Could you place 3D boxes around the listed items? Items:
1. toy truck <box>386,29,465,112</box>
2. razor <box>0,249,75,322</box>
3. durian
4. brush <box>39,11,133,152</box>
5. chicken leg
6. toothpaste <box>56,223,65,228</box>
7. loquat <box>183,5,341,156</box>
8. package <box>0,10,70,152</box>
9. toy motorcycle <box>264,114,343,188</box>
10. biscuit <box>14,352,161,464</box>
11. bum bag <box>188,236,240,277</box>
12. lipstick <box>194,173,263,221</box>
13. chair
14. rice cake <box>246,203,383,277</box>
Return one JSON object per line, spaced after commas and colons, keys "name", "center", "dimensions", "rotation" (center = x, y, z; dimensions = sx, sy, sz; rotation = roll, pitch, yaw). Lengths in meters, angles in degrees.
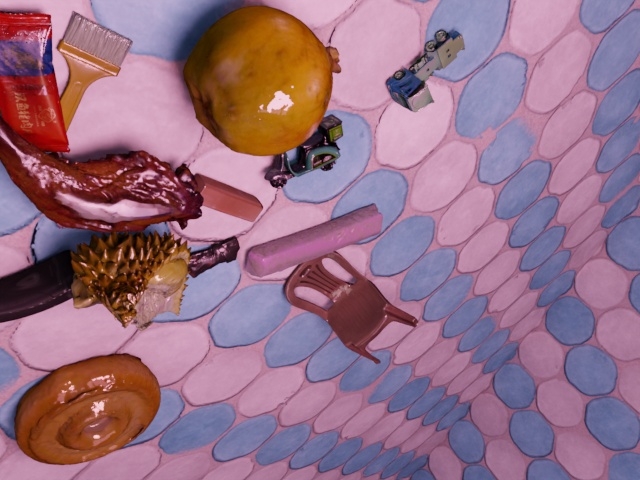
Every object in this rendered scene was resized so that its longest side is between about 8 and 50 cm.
{"name": "toy truck", "center": [0.220, -0.332, 1.013], "dimensions": [0.175, 0.081, 0.067], "rotation": [-42, 144, 2]}
{"name": "razor", "center": [-0.464, 0.078, 0.844], "dimensions": [0.148, 0.090, 0.054], "rotation": [-24, 138, -16]}
{"name": "durian", "center": [-0.308, 0.064, 0.844], "dimensions": [0.172, 0.306, 0.166], "rotation": [3, 92, -7]}
{"name": "brush", "center": [-0.346, -0.208, 0.725], "dimensions": [0.083, 0.011, 0.205], "rotation": [16, 116, -46]}
{"name": "chicken leg", "center": [-0.344, -0.091, 0.738], "dimensions": [0.407, 0.096, 0.158], "rotation": [27, 106, -45]}
{"name": "toothpaste", "center": [-0.350, -0.063, 0.850], "dimensions": [0.170, 0.028, 0.045], "rotation": [-21, 139, -20]}
{"name": "loquat", "center": [-0.070, -0.241, 0.773], "dimensions": [0.246, 0.213, 0.213], "rotation": [-28, 141, -19]}
{"name": "package", "center": [-0.388, -0.201, 0.682], "dimensions": [0.083, 0.022, 0.200], "rotation": [-8, 134, -24]}
{"name": "toy motorcycle", "center": [-0.034, -0.166, 0.988], "dimensions": [0.173, 0.058, 0.100], "rotation": [-27, 133, -18]}
{"name": "biscuit", "center": [-0.489, 0.375, 1.111], "dimensions": [0.297, 0.102, 0.296], "rotation": [-20, 136, -21]}
{"name": "bum bag", "center": [-0.220, 0.035, 1.048], "dimensions": [0.125, 0.034, 0.057], "rotation": [-23, 125, -22]}
{"name": "lipstick", "center": [-0.175, -0.078, 0.965], "dimensions": [0.145, 0.045, 0.045], "rotation": [20, 115, -49]}
{"name": "chair", "center": [0.079, 0.168, 1.307], "dimensions": [0.175, 0.183, 0.326], "rotation": [-48, 142, 8]}
{"name": "rice cake", "center": [0.000, 0.000, 1.179], "dimensions": [0.365, 0.056, 0.072], "rotation": [-19, 140, -24]}
